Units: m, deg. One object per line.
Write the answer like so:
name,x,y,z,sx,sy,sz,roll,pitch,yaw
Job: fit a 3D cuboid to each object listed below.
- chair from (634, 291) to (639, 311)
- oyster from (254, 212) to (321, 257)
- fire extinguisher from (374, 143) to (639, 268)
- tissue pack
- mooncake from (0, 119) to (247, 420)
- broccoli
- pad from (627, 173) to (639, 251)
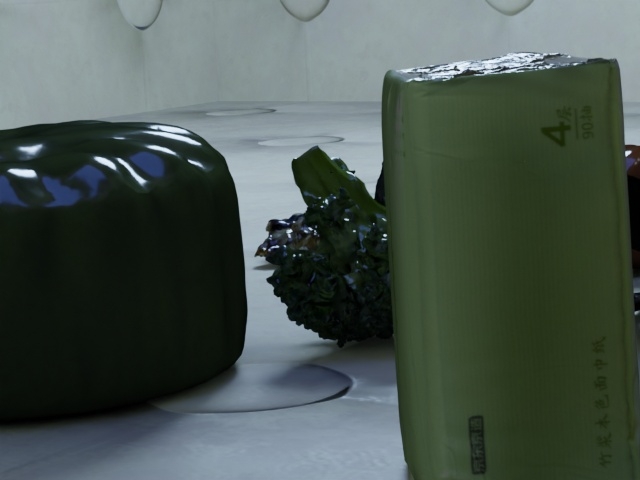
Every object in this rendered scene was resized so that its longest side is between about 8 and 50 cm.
chair,0.180,0.020,1.389,0.106,0.113,0.229,3,13,23
oyster,0.009,-0.003,1.776,0.148,0.051,0.103,10,19,13
fire extinguisher,0.208,-0.019,1.680,0.376,0.113,0.200,3,34,40
tissue pack,0.100,0.019,0.980,0.125,0.234,0.159,-5,8,-1
mooncake,-0.215,0.011,1.321,0.351,0.187,0.351,-4,6,0
broccoli,0.032,0.002,1.384,0.167,0.160,0.154,-28,-19,-10
pad,0.276,-0.003,1.387,0.267,0.004,0.181,23,-11,-23
